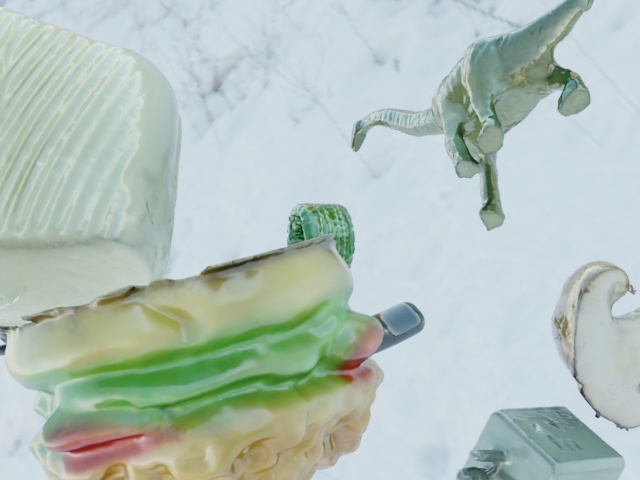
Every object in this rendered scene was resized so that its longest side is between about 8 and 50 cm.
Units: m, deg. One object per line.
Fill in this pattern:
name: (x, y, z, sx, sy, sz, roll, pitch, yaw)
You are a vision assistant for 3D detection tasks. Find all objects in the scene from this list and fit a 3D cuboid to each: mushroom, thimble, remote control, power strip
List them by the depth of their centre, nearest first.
power strip: (0.290, 0.324, 1.522, 0.140, 0.224, 0.139, 44, 118, 42)
mushroom: (0.401, 0.133, 1.577, 0.156, 0.285, 0.151, -26, 30, -7)
thimble: (0.000, 0.000, 1.714, 0.118, 0.090, 0.130, 110, 156, -49)
remote control: (0.092, 0.172, 2.007, 0.072, 0.222, 0.042, 51, 151, 35)

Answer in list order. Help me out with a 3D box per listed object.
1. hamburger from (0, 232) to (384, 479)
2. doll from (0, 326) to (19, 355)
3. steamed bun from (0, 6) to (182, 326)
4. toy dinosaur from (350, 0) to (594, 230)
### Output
hamburger: (-0.067, 0.090, 0.655, 0.237, 0.237, 0.149, -19, 87, 48)
doll: (-0.331, 0.095, 1.329, 0.104, 0.195, 0.062, -31, 74, 37)
steamed bun: (-0.281, -0.049, 1.129, 0.272, 0.273, 0.290, 119, 163, -64)
toy dinosaur: (0.153, -0.168, 1.057, 0.447, 0.087, 0.301, -56, 24, 35)
